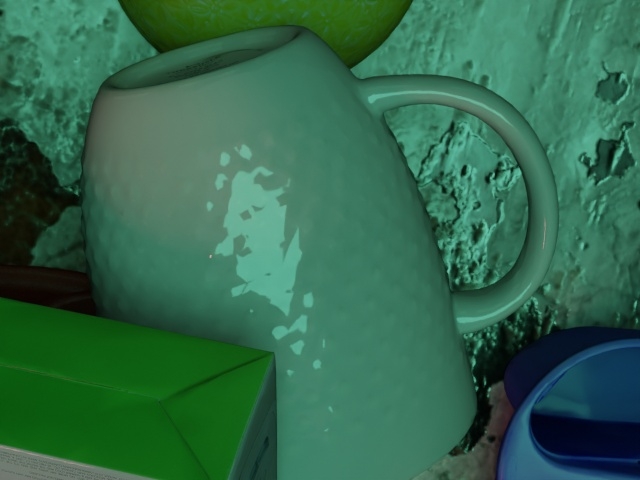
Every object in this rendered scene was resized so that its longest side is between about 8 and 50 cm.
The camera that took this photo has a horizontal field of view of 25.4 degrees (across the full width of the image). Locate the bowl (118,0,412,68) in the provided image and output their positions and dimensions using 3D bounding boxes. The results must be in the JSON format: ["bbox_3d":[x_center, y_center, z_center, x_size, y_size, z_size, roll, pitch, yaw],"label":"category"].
[{"bbox_3d":[-0.035,-0.265,1.164,0.289,0.156,0.290,-1,97,-10],"label":"bowl"}]

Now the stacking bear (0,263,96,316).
[{"bbox_3d":[-0.276,0.178,1.180,0.164,0.175,0.289,10,106,20],"label":"stacking bear"}]

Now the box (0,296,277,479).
[{"bbox_3d":[-0.168,0.172,0.964,0.261,0.127,0.231,10,134,11],"label":"box"}]

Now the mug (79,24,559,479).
[{"bbox_3d":[0.000,0.000,1.108,0.374,0.276,0.328,-14,108,6],"label":"mug"}]

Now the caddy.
[{"bbox_3d":[0.312,0.203,1.269,0.341,0.179,0.241,4,95,-10],"label":"caddy"}]
